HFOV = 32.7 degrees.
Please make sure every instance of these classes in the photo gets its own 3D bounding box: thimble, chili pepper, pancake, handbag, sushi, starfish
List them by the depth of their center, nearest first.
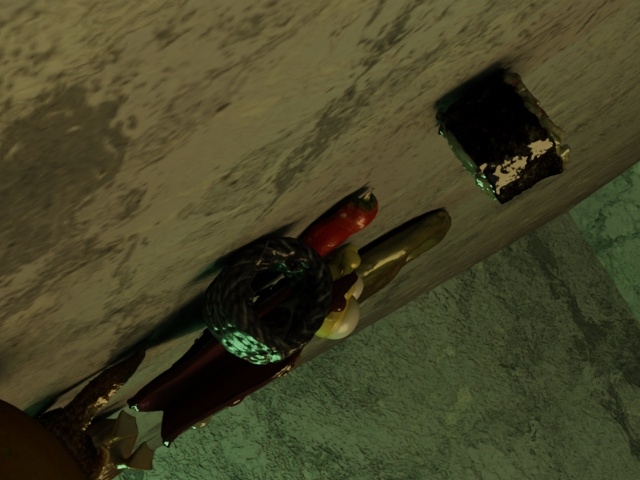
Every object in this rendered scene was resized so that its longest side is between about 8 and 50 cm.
[{"bbox_3d":[0.145,-0.078,0.855,0.078,0.090,0.150,-36,170,6],"label":"sushi"},{"bbox_3d":[-0.045,0.048,0.929,0.066,0.095,0.104,-26,-144,60],"label":"thimble"},{"bbox_3d":[0.000,0.000,1.014,0.045,0.027,0.178,-24,172,-47],"label":"chili pepper"},{"bbox_3d":[-0.256,0.198,1.083,0.238,0.057,0.213,-61,-151,-4],"label":"starfish"},{"bbox_3d":[-0.074,0.106,1.111,0.203,0.074,0.216,-36,-177,29],"label":"handbag"},{"bbox_3d":[0.088,0.035,1.480,0.241,0.050,0.242,-31,173,-4],"label":"pancake"}]

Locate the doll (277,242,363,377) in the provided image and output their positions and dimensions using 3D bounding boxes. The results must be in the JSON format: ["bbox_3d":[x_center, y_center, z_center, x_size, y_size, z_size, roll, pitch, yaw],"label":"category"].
[{"bbox_3d":[-0.024,0.095,1.319,0.291,0.086,0.117,-44,-155,51],"label":"doll"}]

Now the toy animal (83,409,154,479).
[{"bbox_3d":[-0.320,0.293,1.464,0.179,0.089,0.188,-18,-172,39],"label":"toy animal"}]

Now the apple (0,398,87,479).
[{"bbox_3d":[-0.275,0.210,0.761,0.237,0.207,0.237,-36,156,-19],"label":"apple"}]
